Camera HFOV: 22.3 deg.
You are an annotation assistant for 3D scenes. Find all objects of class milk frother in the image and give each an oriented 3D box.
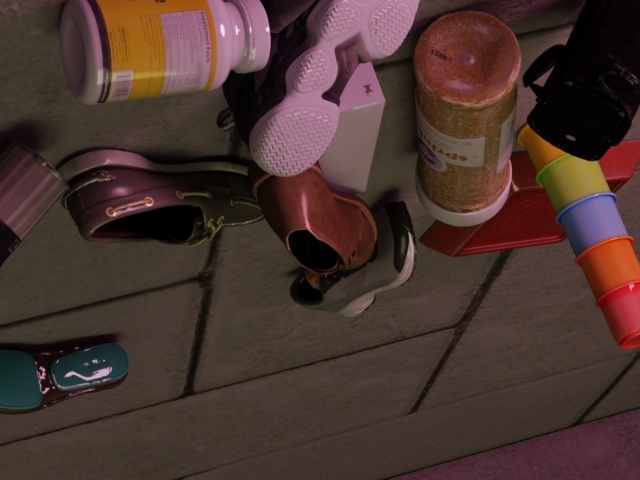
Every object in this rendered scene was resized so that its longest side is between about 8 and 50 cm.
[{"bbox_3d":[-0.365,-0.051,1.709,0.135,0.143,0.129,-51,-159,-15],"label":"milk frother"}]

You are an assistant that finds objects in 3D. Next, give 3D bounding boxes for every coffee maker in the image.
[{"bbox_3d":[0.325,-0.198,1.776,0.120,0.178,0.171,41,148,-21],"label":"coffee maker"}]

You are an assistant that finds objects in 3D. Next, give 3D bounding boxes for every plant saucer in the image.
[{"bbox_3d":[0.308,-0.051,2.333,0.259,0.048,0.258,-6,155,-28],"label":"plant saucer"}]

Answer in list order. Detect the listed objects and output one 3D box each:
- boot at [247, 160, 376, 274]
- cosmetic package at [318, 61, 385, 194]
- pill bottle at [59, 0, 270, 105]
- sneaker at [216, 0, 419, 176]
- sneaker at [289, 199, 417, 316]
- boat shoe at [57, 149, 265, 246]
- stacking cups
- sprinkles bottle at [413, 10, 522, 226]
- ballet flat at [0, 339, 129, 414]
[{"bbox_3d":[0.000,0.000,1.877,0.112,0.115,0.305,-23,158,11],"label":"boot"},{"bbox_3d":[-0.002,-0.124,1.842,0.117,0.085,0.231,-14,157,-11],"label":"cosmetic package"},{"bbox_3d":[-0.146,-0.187,1.536,0.184,0.103,0.103,-9,157,-24],"label":"pill bottle"},{"bbox_3d":[-0.014,-0.204,1.622,0.101,0.153,0.268,30,94,-41],"label":"sneaker"},{"bbox_3d":[0.048,0.033,2.250,0.108,0.100,0.271,0,152,-29],"label":"sneaker"},{"bbox_3d":[-0.171,-0.037,1.895,0.305,0.091,0.109,4,149,-46],"label":"boat shoe"},{"bbox_3d":[0.346,-0.012,2.089,0.096,0.316,0.096,-15,159,-6],"label":"stacking cups"},{"bbox_3d":[0.170,-0.135,1.909,0.121,0.121,0.355,-18,158,-3],"label":"sprinkles bottle"},{"bbox_3d":[-0.402,0.198,2.282,0.280,0.095,0.096,-2,165,-38],"label":"ballet flat"}]
